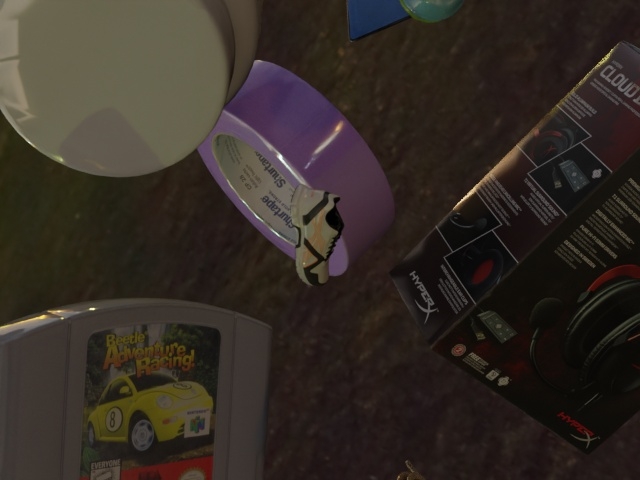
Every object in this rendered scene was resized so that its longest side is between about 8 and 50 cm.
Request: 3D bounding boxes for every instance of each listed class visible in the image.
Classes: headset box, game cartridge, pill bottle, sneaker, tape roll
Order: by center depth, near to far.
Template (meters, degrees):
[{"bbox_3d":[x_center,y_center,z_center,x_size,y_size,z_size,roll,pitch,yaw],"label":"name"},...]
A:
[{"bbox_3d":[0.238,0.004,0.784,0.293,0.218,0.110,-46,33,14],"label":"headset box"},{"bbox_3d":[-0.157,0.147,0.835,0.060,0.294,0.196,-1,89,43],"label":"game cartridge"},{"bbox_3d":[0.000,0.000,0.902,0.040,0.043,0.109,-62,-27,-47],"label":"sneaker"},{"bbox_3d":[-0.165,-0.230,0.909,0.224,0.224,0.392,-51,20,25],"label":"pill bottle"},{"bbox_3d":[-0.038,-0.086,1.208,0.090,0.275,0.275,-43,17,-19],"label":"tape roll"}]

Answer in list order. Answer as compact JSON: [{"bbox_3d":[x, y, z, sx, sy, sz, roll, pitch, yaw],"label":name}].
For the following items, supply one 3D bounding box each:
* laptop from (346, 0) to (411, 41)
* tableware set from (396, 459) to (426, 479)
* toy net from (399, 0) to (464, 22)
[{"bbox_3d":[0.138,-0.530,1.251,0.408,0.236,0.382,82,-175,-70],"label":"laptop"},{"bbox_3d":[0.198,0.469,1.648,0.039,0.194,0.128,-33,5,28],"label":"tableware set"},{"bbox_3d":[0.129,-0.326,0.916,0.232,0.122,0.045,-59,13,-1],"label":"toy net"}]
